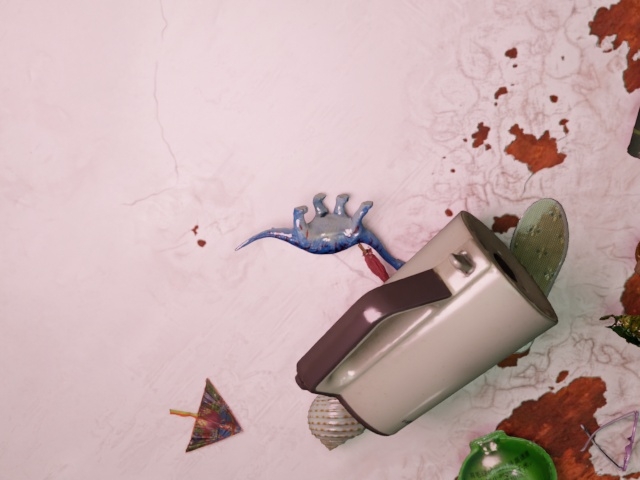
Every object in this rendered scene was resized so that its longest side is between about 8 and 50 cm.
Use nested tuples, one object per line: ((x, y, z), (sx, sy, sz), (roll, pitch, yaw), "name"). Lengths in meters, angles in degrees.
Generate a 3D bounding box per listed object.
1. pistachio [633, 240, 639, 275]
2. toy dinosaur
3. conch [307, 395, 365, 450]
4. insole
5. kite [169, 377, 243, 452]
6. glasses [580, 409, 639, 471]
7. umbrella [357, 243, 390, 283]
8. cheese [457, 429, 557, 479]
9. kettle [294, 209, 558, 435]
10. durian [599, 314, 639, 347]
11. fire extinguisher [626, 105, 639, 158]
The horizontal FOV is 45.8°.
((0.665, 0.023, 1.343), (0.210, 0.130, 0.165), (-11, 152, 27), "pistachio")
((0.016, -0.025, 1.387), (0.329, 0.076, 0.144), (6, 117, -10), "toy dinosaur")
((0.046, 0.344, 1.507), (0.135, 0.102, 0.153), (14, 110, -18), "conch")
((0.398, 0.073, 1.438), (0.109, 0.007, 0.322), (10, 109, 0), "insole")
((-0.237, 0.372, 1.574), (0.159, 0.010, 0.190), (18, 108, -2), "kite")
((0.579, 0.398, 1.536), (0.104, 0.062, 0.140), (11, 111, 22), "glasses")
((0.108, 0.053, 1.406), (0.027, 0.025, 0.165), (-45, 133, -8), "umbrella")
((0.399, 0.531, 1.561), (0.204, 0.083, 0.320), (-24, 105, 9), "cheese")
((0.168, 0.150, 1.312), (0.377, 0.361, 0.250), (-42, 62, 19), "kettle")
((0.676, 0.188, 1.404), (0.375, 0.132, 0.106), (27, 121, -12), "durian")
((0.595, -0.279, 1.261), (0.118, 0.093, 0.294), (4, 110, -12), "fire extinguisher")
